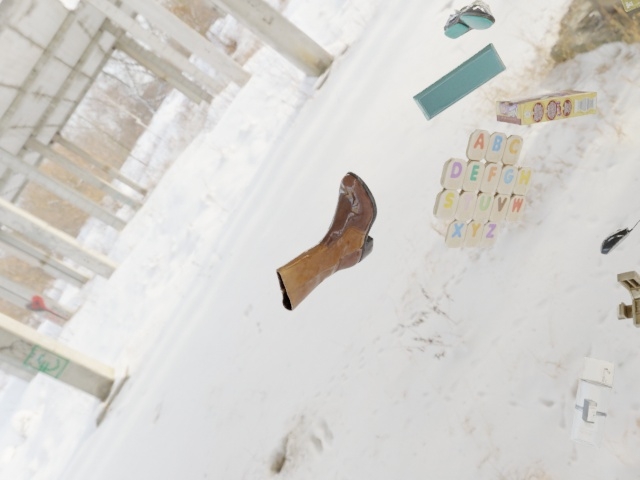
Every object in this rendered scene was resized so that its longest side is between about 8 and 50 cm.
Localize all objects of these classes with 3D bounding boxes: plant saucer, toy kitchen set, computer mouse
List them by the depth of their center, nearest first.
[{"bbox_3d":[0.586,0.116,1.047,0.068,0.075,0.083,-23,44,48],"label":"toy kitchen set"},{"bbox_3d":[0.292,-0.330,1.153,0.192,0.067,0.018,-32,22,18],"label":"plant saucer"},{"bbox_3d":[0.967,-0.050,1.713,0.242,0.071,0.041,-48,61,15],"label":"computer mouse"}]

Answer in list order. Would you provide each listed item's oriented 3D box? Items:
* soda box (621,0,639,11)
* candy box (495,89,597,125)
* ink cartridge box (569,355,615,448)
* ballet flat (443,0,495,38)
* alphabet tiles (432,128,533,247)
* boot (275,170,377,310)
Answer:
[{"bbox_3d":[0.428,-0.419,0.759,0.061,0.181,0.058,-18,15,34],"label":"soda box"},{"bbox_3d":[0.509,-0.303,1.240,0.186,0.053,0.109,-12,20,-9],"label":"candy box"},{"bbox_3d":[0.828,0.489,1.667,0.158,0.092,0.218,-30,-54,-56],"label":"ink cartridge box"},{"bbox_3d":[0.362,-0.542,1.320,0.074,0.074,0.203,-56,17,0],"label":"ballet flat"},{"bbox_3d":[0.384,-0.112,1.274,0.021,0.284,0.278,33,117,54],"label":"alphabet tiles"},{"bbox_3d":[0.000,0.000,1.276,0.280,0.096,0.264,-32,-36,-28],"label":"boot"}]
